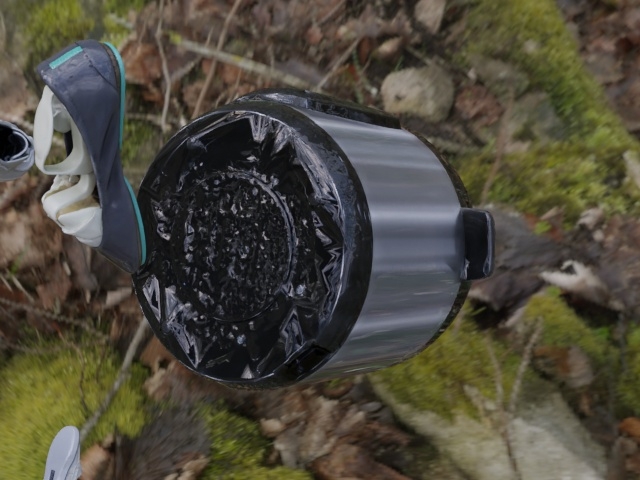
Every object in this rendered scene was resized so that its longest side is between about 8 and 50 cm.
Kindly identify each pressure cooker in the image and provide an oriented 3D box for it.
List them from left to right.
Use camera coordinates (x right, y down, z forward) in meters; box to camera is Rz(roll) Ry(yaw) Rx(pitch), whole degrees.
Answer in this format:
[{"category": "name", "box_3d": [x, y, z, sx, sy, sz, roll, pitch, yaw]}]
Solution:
[{"category": "pressure cooker", "box_3d": [-0.002, 0.006, 1.666, 0.370, 0.420, 0.375, 49, 115, 24]}]

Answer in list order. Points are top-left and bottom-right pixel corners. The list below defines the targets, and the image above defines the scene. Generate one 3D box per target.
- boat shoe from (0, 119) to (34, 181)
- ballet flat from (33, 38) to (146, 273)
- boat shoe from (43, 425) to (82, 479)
[{"category": "boat shoe", "box_3d": [-0.358, -0.107, 1.407, 0.063, 0.184, 0.066, 3, 78, 13]}, {"category": "ballet flat", "box_3d": [-0.176, -0.052, 0.923, 0.074, 0.203, 0.074, 0, 38, 0]}, {"category": "boat shoe", "box_3d": [-0.286, 0.258, 1.407, 0.035, 0.035, 0.100, 10, 85, 37]}]
